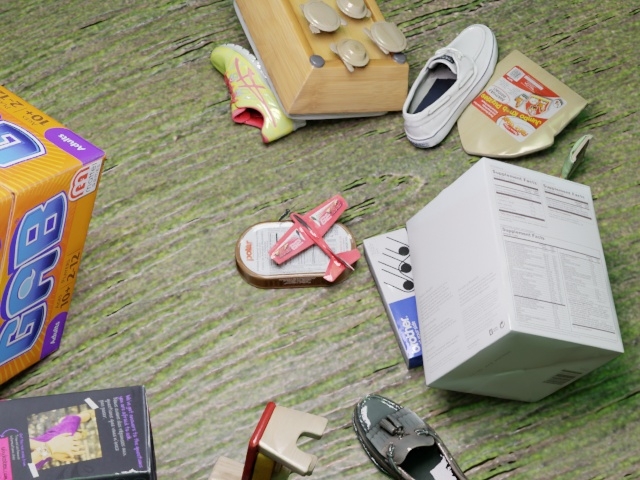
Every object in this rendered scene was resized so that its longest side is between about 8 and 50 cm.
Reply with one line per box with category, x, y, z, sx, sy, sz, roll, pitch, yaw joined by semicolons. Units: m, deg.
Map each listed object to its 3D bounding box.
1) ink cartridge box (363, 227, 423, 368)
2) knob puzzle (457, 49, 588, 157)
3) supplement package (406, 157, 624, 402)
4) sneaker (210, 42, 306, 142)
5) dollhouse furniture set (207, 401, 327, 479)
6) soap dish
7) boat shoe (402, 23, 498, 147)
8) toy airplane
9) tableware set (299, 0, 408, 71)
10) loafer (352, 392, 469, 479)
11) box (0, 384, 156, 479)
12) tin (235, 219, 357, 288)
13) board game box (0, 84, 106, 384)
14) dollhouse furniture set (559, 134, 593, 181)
ink cartridge box;0.141;0.081;1.751;0.097;0.046;0.207;-16;63;-6
knob puzzle;0.309;-0.202;1.910;0.213;0.030;0.213;-8;58;12
supplement package;0.265;0.061;1.636;0.198;0.199;0.263;12;57;-27
sneaker;-0.121;-0.240;1.913;0.094;0.081;0.208;-40;67;-14
dollhouse furniture set;-0.118;0.364;1.400;0.152;0.374;0.201;19;48;6
soap dish;0.002;-0.336;1.900;0.228;0.118;0.291;-6;59;-32
boat shoe;0.213;-0.270;1.910;0.095;0.084;0.258;13;60;29
toy airplane;0.000;0.000;1.768;0.151;0.028;0.151;-1;62;1
tableware set;0.053;-0.332;1.830;0.168;0.020;0.141;-28;74;-41
loafer;0.145;0.305;1.605;0.096;0.084;0.267;-36;67;-17
box;-0.355;0.305;1.546;0.270;0.165;0.143;-5;47;-7
tin;-0.037;0.018;1.796;0.189;0.040;0.106;-3;57;-1
board game box;-0.564;-0.007;1.562;0.356;0.357;0.356;32;34;17
dollhouse furniture set;0.360;-0.109;1.835;0.058;0.076;0.152;32;67;16
